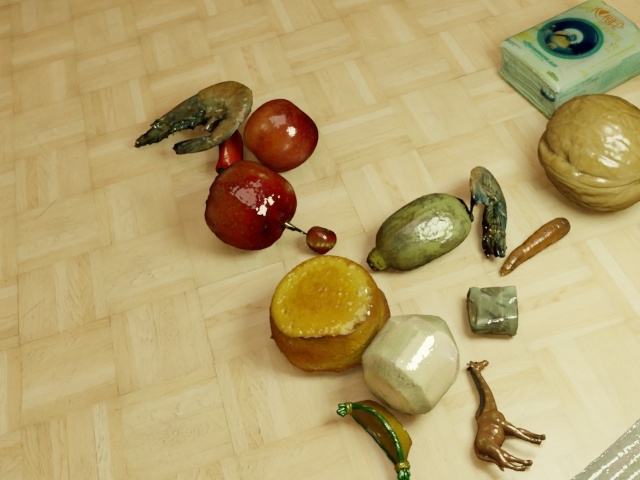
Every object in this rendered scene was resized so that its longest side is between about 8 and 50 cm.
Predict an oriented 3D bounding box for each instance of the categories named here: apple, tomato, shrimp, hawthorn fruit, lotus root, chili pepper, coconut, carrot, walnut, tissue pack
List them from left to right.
[{"bbox_3d":[-0.411,-0.362,2.184,0.445,0.085,0.271,-18,52,17],"label":"shrimp"},{"bbox_3d":[-0.309,-0.293,2.173,0.137,0.092,0.368,-28,45,11],"label":"chili pepper"},{"bbox_3d":[-0.170,-0.078,1.898,0.300,0.254,0.254,28,61,5],"label":"hawthorn fruit"},{"bbox_3d":[-0.119,-0.320,2.070,0.201,0.218,0.218,-45,55,7],"label":"apple"},{"bbox_3d":[0.000,0.000,1.892,0.087,0.087,0.075,25,99,25],"label":"tomato"},{"bbox_3d":[0.218,0.273,1.569,0.234,0.224,0.224,-38,57,-24],"label":"coconut"},{"bbox_3d":[0.262,-0.012,1.822,0.309,0.173,0.173,-31,54,-5],"label":"lotus root"},{"bbox_3d":[0.450,-0.092,1.831,0.075,0.178,0.289,-16,46,38],"label":"shrimp"},{"bbox_3d":[0.565,0.014,1.808,0.248,0.059,0.059,-34,55,-13],"label":"carrot"},{"bbox_3d":[0.802,-0.579,2.149,0.388,0.162,0.287,-28,57,-11],"label":"tissue pack"},{"bbox_3d":[0.735,-0.235,1.811,0.333,0.332,0.332,-4,53,6],"label":"walnut"}]

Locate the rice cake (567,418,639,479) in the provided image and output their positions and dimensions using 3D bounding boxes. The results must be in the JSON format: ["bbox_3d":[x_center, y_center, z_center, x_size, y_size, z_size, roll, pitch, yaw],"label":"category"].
[{"bbox_3d":[0.617,0.498,1.435,0.298,0.050,0.106,-32,55,-15],"label":"rice cake"}]

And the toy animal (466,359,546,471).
[{"bbox_3d":[0.397,0.393,1.542,0.230,0.066,0.224,24,60,30],"label":"toy animal"}]

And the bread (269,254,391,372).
[{"bbox_3d":[0.020,0.175,1.699,0.313,0.172,0.312,-5,54,8],"label":"bread"}]

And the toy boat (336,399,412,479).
[{"bbox_3d":[0.134,0.438,1.534,0.088,0.088,0.229,-30,57,-31],"label":"toy boat"}]

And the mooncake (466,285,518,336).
[{"bbox_3d":[0.427,0.177,1.693,0.125,0.073,0.129,-2,51,12],"label":"mooncake"}]
